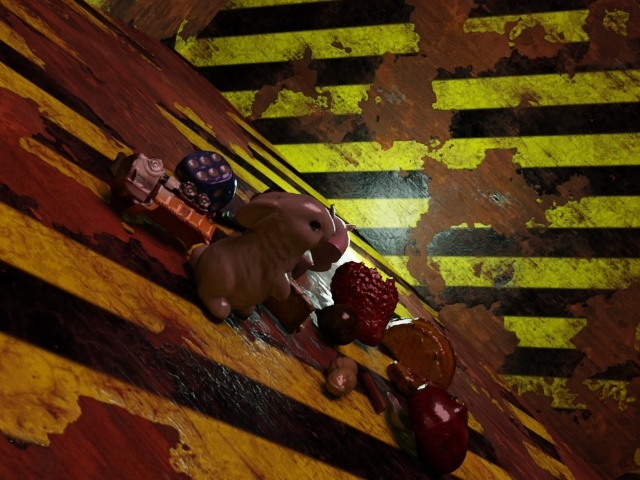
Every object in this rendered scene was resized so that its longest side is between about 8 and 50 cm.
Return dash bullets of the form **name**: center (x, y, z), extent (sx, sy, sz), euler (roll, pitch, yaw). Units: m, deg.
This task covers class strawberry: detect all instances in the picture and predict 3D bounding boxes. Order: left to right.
- **strawberry**: center (0.142, 0.215, 2.203), extent (0.261, 0.258, 0.261), euler (29, -15, 9)

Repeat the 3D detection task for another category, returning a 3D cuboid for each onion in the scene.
- **onion**: center (0.328, 0.517, 1.744), extent (0.248, 0.161, 0.248), euler (22, 61, -46)

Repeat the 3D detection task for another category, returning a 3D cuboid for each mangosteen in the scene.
- **mangosteen**: center (-0.188, -0.122, 2.354), extent (0.180, 0.166, 0.166), euler (4, 33, -30)

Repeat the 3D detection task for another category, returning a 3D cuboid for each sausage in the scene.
- **sausage**: center (0.150, 0.437, 1.815), extent (0.035, 0.030, 0.147), euler (40, 12, -34)

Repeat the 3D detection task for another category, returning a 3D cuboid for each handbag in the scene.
- **handbag**: center (-0.316, -0.118, 2.098), extent (0.192, 0.075, 0.332), euler (53, 10, 22)

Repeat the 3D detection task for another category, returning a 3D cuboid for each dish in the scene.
- **dish**: center (0.215, 0.498, 1.795), extent (0.091, 0.039, 0.137), euler (37, 16, -47)

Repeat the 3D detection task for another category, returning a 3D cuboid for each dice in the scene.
- **dice**: center (-0.343, -0.171, 1.879), extent (0.143, 0.146, 0.146), euler (-25, 65, -35)

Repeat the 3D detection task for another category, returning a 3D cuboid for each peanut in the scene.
- **peanut**: center (0.055, 0.358, 1.660), extent (0.082, 0.082, 0.187), euler (44, 13, -3)

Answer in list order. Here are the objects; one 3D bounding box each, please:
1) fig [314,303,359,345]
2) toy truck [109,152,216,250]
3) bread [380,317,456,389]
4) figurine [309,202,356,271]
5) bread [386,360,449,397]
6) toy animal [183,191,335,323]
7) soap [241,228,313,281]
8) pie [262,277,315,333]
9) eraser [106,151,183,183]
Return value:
- **fig**: center (0.044, 0.234, 1.948), extent (0.132, 0.127, 0.185), euler (17, 30, -38)
- **toy truck**: center (-0.384, -0.092, 1.559), extent (0.270, 0.114, 0.135), euler (39, 56, -32)
- **bread**: center (0.381, 0.405, 2.364), extent (0.340, 0.179, 0.194), euler (47, 12, 18)
- **figurine**: center (-0.005, -0.012, 2.463), extent (0.206, 0.284, 0.316), euler (52, 35, -11)
- **bread**: center (0.340, 0.498, 2.149), extent (0.270, 0.077, 0.139), euler (35, 12, -29)
- **toy animal**: center (-0.144, 0.019, 1.476), extent (0.258, 0.357, 0.194), euler (44, 13, 9)
- **soap**: center (-0.140, 0.028, 1.994), extent (0.199, 0.138, 0.182), euler (41, 13, -18)
- **pie**: center (-0.131, 0.127, 1.718), extent (0.282, 0.128, 0.068), euler (48, 23, 6)
- **eraser**: center (-0.449, -0.146, 1.718), extent (0.158, 0.069, 0.226), euler (47, 12, 24)
